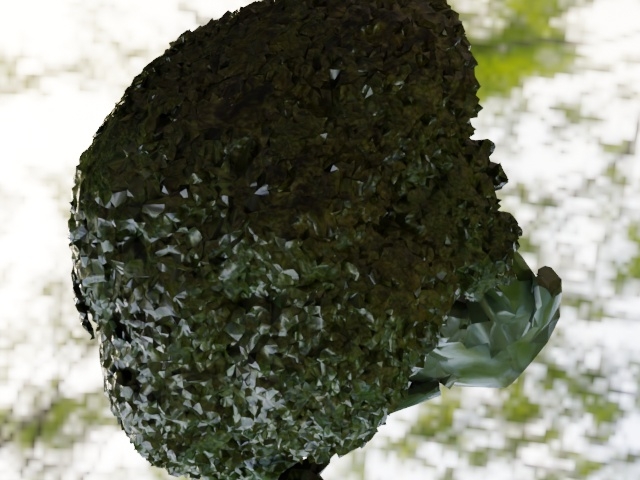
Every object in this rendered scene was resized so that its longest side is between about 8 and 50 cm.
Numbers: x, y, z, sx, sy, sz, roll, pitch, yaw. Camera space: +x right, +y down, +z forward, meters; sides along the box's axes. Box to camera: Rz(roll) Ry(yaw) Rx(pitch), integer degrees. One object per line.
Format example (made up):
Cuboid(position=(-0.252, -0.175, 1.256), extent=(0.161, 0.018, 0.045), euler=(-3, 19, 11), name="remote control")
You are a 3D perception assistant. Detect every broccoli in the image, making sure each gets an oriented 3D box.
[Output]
Cuboid(position=(0.000, 0.000, 0.464), extent=(0.120, 0.130, 0.131), euler=(22, -163, -30), name="broccoli")
